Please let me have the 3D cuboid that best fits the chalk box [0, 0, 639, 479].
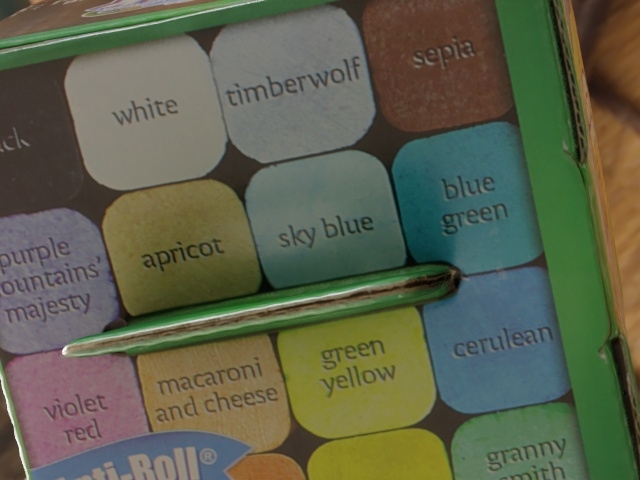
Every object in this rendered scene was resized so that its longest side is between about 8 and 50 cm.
[{"bbox_3d":[0.000,0.000,0.604,0.180,0.289,0.179,-10,-76,10],"label":"chalk box"}]
